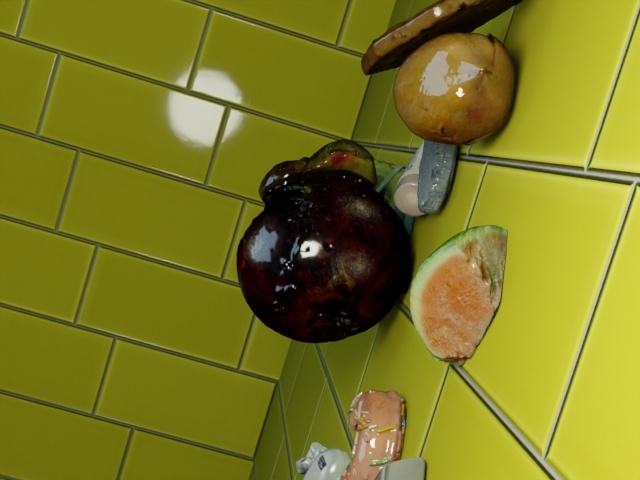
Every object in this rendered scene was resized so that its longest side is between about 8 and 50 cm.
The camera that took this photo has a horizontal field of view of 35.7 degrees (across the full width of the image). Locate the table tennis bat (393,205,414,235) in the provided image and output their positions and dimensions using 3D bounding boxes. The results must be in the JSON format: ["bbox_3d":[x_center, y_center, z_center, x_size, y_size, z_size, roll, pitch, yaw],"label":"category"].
[{"bbox_3d":[0.160,0.038,2.306,0.215,0.044,0.329,142,146,-77],"label":"table tennis bat"}]

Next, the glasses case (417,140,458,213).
[{"bbox_3d":[0.243,-0.180,2.018,0.109,0.067,0.282,113,173,-59],"label":"glasses case"}]

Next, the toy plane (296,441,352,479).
[{"bbox_3d":[0.011,0.527,2.025,0.245,0.117,0.244,-168,90,-67],"label":"toy plane"}]

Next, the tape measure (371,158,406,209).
[{"bbox_3d":[0.127,-0.110,2.436,0.106,0.175,0.200,-105,37,-73],"label":"tape measure"}]

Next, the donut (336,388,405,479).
[{"bbox_3d":[0.091,0.377,1.822,0.199,0.085,0.232,118,166,-56],"label":"donut"}]

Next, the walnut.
[{"bbox_3d":[0.235,-0.258,1.717,0.298,0.203,0.203,-164,91,-83],"label":"walnut"}]

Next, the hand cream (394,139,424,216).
[{"bbox_3d":[0.219,-0.144,2.159,0.248,0.083,0.133,-66,-6,-53],"label":"hand cream"}]

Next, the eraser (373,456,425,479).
[{"bbox_3d":[0.091,0.473,1.671,0.352,0.061,0.089,113,170,-48],"label":"eraser"}]

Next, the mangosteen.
[{"bbox_3d":[0.020,0.011,2.112,0.381,0.381,0.421,120,169,-65],"label":"mangosteen"}]

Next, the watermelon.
[{"bbox_3d":[0.216,0.065,1.526,0.146,0.128,0.231,-53,-13,-49],"label":"watermelon"}]

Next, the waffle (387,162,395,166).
[{"bbox_3d":[0.154,-0.090,2.645,0.254,0.052,0.245,-166,91,-83],"label":"waffle"}]

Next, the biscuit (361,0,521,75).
[{"bbox_3d":[0.230,-0.393,1.769,0.046,0.359,0.359,63,173,-1],"label":"biscuit"}]
